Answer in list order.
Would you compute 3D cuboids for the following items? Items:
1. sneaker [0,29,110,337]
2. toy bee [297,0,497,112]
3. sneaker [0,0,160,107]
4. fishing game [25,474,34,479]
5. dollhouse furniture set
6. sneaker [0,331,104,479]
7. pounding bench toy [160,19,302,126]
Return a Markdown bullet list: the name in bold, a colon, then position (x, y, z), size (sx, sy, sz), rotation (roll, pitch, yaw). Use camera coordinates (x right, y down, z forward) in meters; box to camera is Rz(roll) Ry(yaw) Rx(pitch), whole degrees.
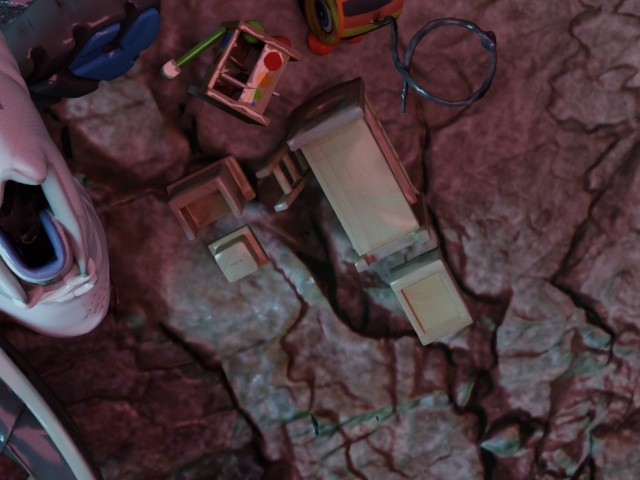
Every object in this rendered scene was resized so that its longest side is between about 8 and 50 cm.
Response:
- **sneaker**: position (-0.190, -0.002, 0.895), size (0.111, 0.297, 0.129), rotation (-30, 62, -8)
- **toy bee**: position (-0.001, -0.203, 1.004), size (0.195, 0.162, 0.298), rotation (-1, 73, -11)
- **sneaker**: position (-0.278, -0.114, 0.936), size (0.341, 0.125, 0.139), rotation (-29, 78, -11)
- **fishing game**: position (-0.132, 0.272, 1.047), size (0.264, 0.041, 0.189), rotation (39, 65, -11)
- **dollhouse furniture set**: position (0.000, 0.000, 1.064), size (0.161, 0.101, 0.182), rotation (-25, 107, 11)
- **sneaker**: position (-0.248, 0.128, 0.987), size (0.118, 0.083, 0.222), rotation (-38, 99, -6)
- **pounding bench toy**: position (-0.066, -0.130, 1.024), size (0.083, 0.052, 0.065), rotation (26, 88, -21)
